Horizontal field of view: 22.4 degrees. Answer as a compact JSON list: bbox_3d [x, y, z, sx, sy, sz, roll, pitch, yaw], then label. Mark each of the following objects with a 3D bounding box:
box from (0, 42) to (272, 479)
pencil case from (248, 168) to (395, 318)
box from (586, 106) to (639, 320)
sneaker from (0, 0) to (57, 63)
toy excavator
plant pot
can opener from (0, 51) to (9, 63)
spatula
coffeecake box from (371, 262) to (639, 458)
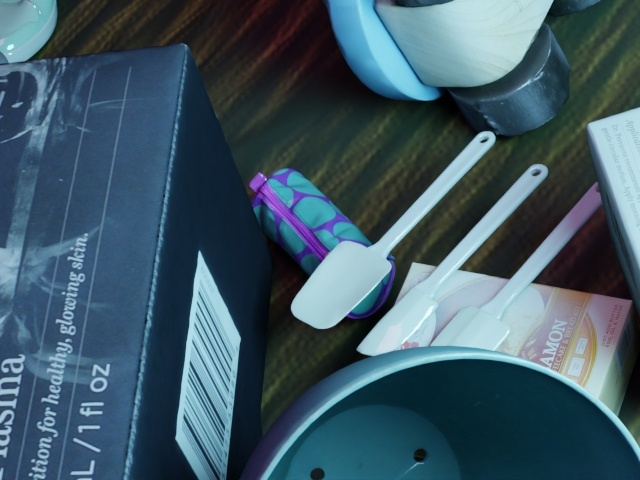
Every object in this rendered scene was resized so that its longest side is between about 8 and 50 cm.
[{"bbox_3d":[-0.307,0.136,1.222,0.471,0.297,0.480,-6,52,12],"label":"box"},{"bbox_3d":[0.000,0.000,1.387,0.064,0.070,0.151,-52,50,7],"label":"pencil case"},{"bbox_3d":[0.289,0.012,1.210,0.119,0.182,0.181,-17,49,7],"label":"box"},{"bbox_3d":[-0.326,-0.306,1.683,0.094,0.151,0.256,2,55,18],"label":"sneaker"},{"bbox_3d":[0.061,-0.331,1.555,0.445,0.222,0.433,7,58,38],"label":"toy excavator"},{"bbox_3d":[0.060,0.200,1.107,0.290,0.290,0.195,-33,14,-9],"label":"plant pot"},{"bbox_3d":[-0.411,-0.084,1.585,0.093,0.074,0.280,29,66,35],"label":"can opener"},{"bbox_3d":[0.108,0.008,1.291,0.168,0.019,0.242,27,64,35],"label":"spatula"},{"bbox_3d":[0.138,0.105,1.260,0.185,0.068,0.142,9,57,25],"label":"coffeecake box"}]
